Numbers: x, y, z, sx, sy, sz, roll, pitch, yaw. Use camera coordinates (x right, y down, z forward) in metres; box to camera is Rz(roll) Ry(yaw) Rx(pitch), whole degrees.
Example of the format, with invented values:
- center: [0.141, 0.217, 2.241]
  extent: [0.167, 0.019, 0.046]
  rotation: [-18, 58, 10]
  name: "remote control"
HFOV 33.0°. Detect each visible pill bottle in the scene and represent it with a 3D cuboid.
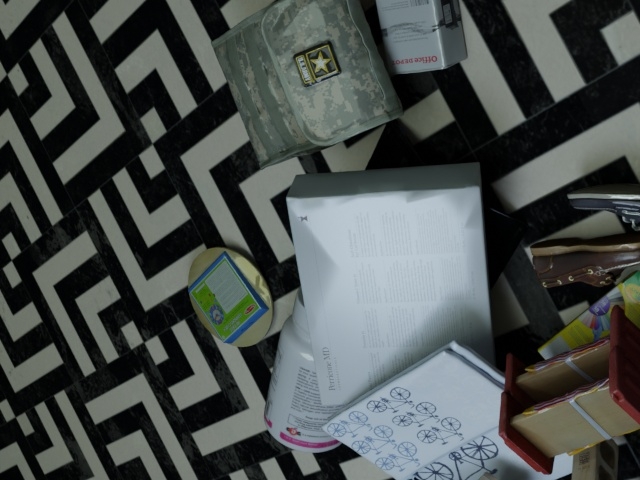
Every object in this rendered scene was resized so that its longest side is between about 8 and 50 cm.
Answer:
- center: [-0.001, 0.219, 1.900]
  extent: [0.160, 0.160, 0.283]
  rotation: [31, 126, 29]
  name: "pill bottle"

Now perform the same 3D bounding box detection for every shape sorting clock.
- center: [-0.174, 0.109, 2.093]
  extent: [0.206, 0.040, 0.206]
  rotation: [14, 113, 34]
  name: "shape sorting clock"

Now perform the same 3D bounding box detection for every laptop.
- center: [0.174, -0.029, 1.746]
  extent: [0.264, 0.136, 0.234]
  rotation: [62, 140, 40]
  name: "laptop"

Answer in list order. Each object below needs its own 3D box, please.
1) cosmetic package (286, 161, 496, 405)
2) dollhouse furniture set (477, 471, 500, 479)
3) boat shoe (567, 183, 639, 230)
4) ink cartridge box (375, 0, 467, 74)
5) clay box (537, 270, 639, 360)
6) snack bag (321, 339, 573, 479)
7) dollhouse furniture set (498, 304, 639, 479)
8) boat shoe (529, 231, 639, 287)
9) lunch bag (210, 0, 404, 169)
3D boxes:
- center: [0.118, 0.075, 1.662]
  extent: [0.284, 0.097, 0.377]
  rotation: [-4, 117, 10]
  name: "cosmetic package"
- center: [0.330, 0.574, 1.590]
  extent: [0.394, 0.256, 0.362]
  rotation: [32, 156, 30]
  name: "dollhouse furniture set"
- center: [0.434, -0.040, 1.468]
  extent: [0.206, 0.075, 0.065]
  rotation: [3, 106, 36]
  name: "boat shoe"
- center: [0.147, -0.331, 1.609]
  extent: [0.109, 0.063, 0.150]
  rotation: [2, 109, 42]
  name: "ink cartridge box"
- center: [0.432, 0.142, 1.558]
  extent: [0.127, 0.053, 0.222]
  rotation: [51, 131, 10]
  name: "clay box"
- center: [0.224, 0.315, 1.694]
  extent: [0.342, 0.037, 0.323]
  rotation: [36, 133, -18]
  name: "snack bag"
- center: [0.441, 0.288, 1.522]
  extent: [0.201, 0.152, 0.374]
  rotation: [-29, 119, 37]
  name: "dollhouse furniture set"
- center: [0.394, 0.030, 1.536]
  extent: [0.207, 0.073, 0.073]
  rotation: [-7, 99, 51]
  name: "boat shoe"
- center: [-0.013, -0.262, 1.690]
  extent: [0.287, 0.169, 0.235]
  rotation: [-16, 96, 54]
  name: "lunch bag"
